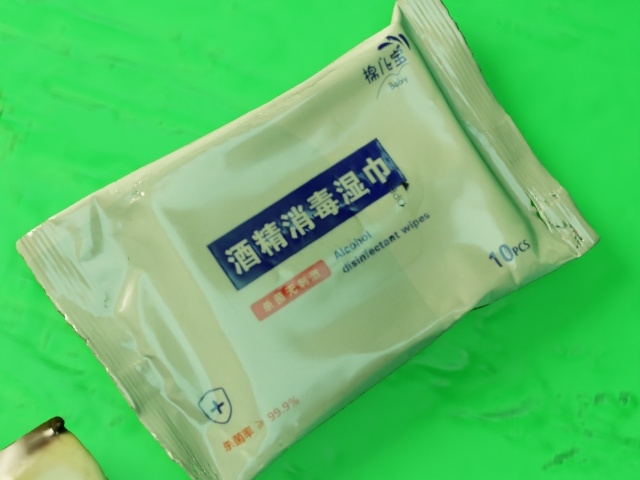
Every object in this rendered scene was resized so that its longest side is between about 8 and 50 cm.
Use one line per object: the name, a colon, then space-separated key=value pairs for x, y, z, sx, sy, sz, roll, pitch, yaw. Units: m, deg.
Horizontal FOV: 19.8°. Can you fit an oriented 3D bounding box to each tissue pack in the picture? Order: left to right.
tissue pack: x=0.000 y=0.000 z=0.688 sx=0.193 sy=0.026 sz=0.123 roll=-34 pitch=88 yaw=-19

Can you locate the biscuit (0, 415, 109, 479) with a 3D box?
biscuit: x=-0.055 y=0.149 z=0.627 sx=0.052 sy=0.056 sz=0.188 roll=-33 pitch=90 yaw=-20
